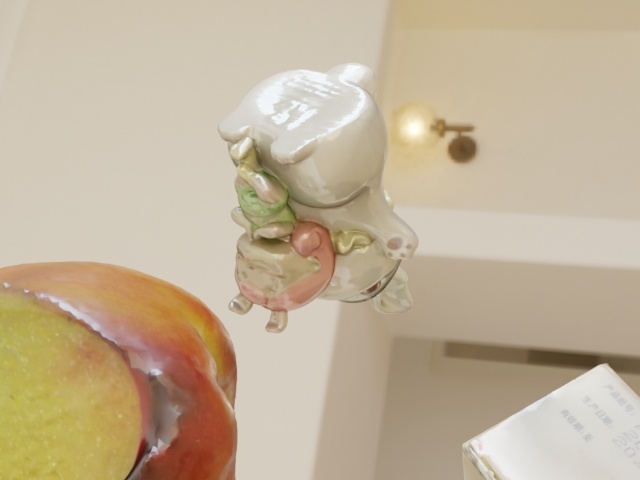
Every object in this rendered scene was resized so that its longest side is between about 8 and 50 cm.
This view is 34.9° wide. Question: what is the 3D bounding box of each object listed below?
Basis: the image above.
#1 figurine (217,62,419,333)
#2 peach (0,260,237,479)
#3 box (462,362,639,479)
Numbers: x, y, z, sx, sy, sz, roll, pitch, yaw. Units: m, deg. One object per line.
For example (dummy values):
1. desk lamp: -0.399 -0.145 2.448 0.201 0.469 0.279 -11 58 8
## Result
1. figurine: -0.007 -0.004 0.485 0.081 0.098 0.146 50 158 46
2. peach: -0.241 0.189 0.958 0.310 0.405 0.335 15 -119 -66
3. box: 0.168 0.196 0.500 0.212 0.095 0.168 50 162 41
